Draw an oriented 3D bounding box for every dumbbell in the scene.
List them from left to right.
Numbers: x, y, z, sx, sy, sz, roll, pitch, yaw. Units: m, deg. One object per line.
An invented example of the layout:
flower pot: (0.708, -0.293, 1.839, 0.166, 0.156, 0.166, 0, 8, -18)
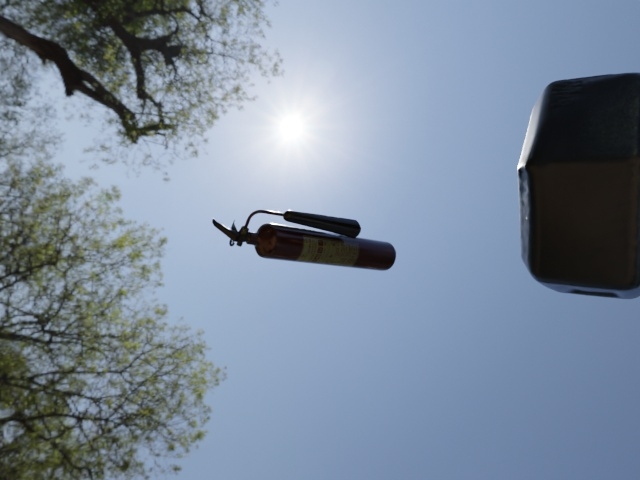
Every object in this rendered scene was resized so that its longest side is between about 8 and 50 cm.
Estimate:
dumbbell: (0.288, -0.025, 0.262, 0.325, 0.144, 0.159, 5, -65, 36)

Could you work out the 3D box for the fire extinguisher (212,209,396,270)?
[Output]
fire extinguisher: (0.000, 0.000, 0.397, 0.049, 0.173, 0.035, -30, -120, 47)
